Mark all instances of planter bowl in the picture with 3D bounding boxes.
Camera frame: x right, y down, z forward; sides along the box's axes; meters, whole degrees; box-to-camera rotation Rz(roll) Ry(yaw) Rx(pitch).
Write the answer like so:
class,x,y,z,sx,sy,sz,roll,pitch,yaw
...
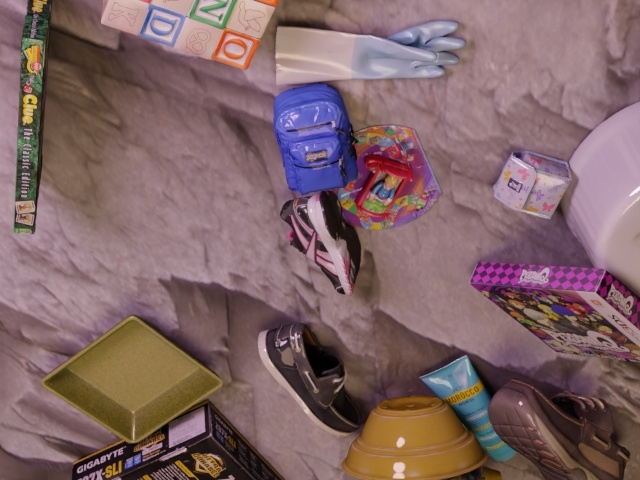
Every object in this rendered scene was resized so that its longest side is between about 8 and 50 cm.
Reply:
class,x,y,z,sx,sy,sz,roll,pitch,yaw
planter bowl,0.136,0.283,1.783,0.217,0.217,0.090,-5,97,-2

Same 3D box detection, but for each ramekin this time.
class,x,y,z,sx,sy,sz,roll,pitch,yaw
ramekin,0.461,-0.040,1.556,0.277,0.135,0.277,-3,130,-4

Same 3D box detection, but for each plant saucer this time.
class,x,y,z,sx,sy,sz,roll,pitch,yaw
plant saucer,-0.267,0.189,1.717,0.188,0.045,0.188,-35,125,20

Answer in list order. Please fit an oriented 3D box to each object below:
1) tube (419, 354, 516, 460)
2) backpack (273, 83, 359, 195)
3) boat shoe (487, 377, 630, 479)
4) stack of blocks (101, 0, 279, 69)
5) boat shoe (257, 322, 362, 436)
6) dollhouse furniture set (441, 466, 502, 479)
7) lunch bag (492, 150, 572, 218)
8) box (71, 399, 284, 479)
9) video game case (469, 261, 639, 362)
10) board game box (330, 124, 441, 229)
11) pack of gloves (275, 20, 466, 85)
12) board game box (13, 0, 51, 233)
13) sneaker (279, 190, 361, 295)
class,x,y,z,sx,sy,sz,roll,pitch,yaw
tube,0.236,0.255,1.836,0.080,0.052,0.207,-30,121,13
backpack,-0.004,-0.123,1.455,0.098,0.101,0.120,-13,122,-2
boat shoe,0.369,0.287,1.830,0.130,0.132,0.355,-56,136,-14
stack of blocks,-0.103,-0.344,1.267,0.171,0.087,0.297,15,126,-19
boat shoe,0.003,0.203,1.736,0.079,0.084,0.233,-25,126,19
dollhouse furniture set,0.328,0.530,1.915,0.198,0.286,0.303,-14,141,5
lunch bag,0.273,-0.073,1.561,0.083,0.053,0.071,17,125,-9
box,-0.196,0.415,1.894,0.257,0.079,0.322,-28,127,13
video game case,0.349,0.099,1.625,0.210,0.041,0.232,37,161,-31
board game box,0.079,-0.069,1.552,0.133,0.033,0.168,-20,129,10
pack of gloves,0.066,-0.257,1.379,0.232,0.046,0.195,-4,131,-8
board game box,-0.328,-0.149,1.372,0.030,0.136,0.259,3,130,-14
sneaker,0.000,0.000,1.591,0.077,0.072,0.178,0,135,23
